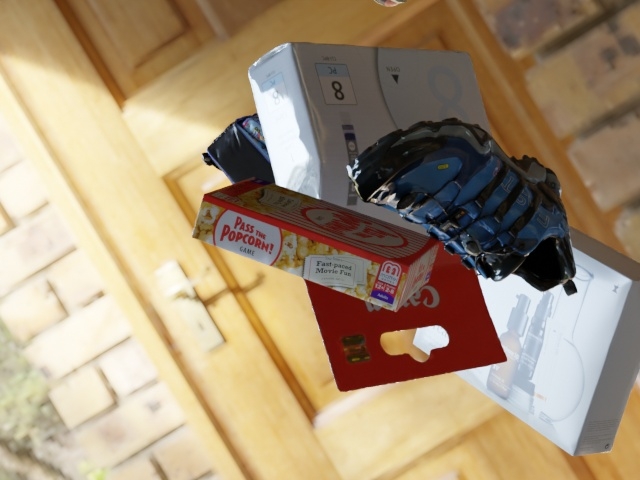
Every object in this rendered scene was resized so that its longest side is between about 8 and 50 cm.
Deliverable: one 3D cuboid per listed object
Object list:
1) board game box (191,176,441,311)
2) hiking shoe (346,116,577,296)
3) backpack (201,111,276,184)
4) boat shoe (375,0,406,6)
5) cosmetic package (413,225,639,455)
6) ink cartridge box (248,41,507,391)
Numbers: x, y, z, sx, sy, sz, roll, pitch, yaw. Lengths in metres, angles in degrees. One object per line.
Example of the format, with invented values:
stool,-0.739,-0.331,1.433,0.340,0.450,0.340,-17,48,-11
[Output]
board game box,0.000,0.000,1.296,0.147,0.193,0.045,-31,-40,-73
hiking shoe,0.156,-0.030,1.405,0.304,0.132,0.113,11,-40,-43
backpack,-0.074,-0.120,2.204,0.117,0.158,0.173,-45,-8,19
boat shoe,0.062,-0.365,1.987,0.043,0.137,0.049,0,68,53
cosmetic package,0.324,0.112,2.190,0.097,0.284,0.377,3,21,-40
ink cartridge box,0.097,-0.036,1.664,0.308,0.385,0.091,-4,-16,-45
